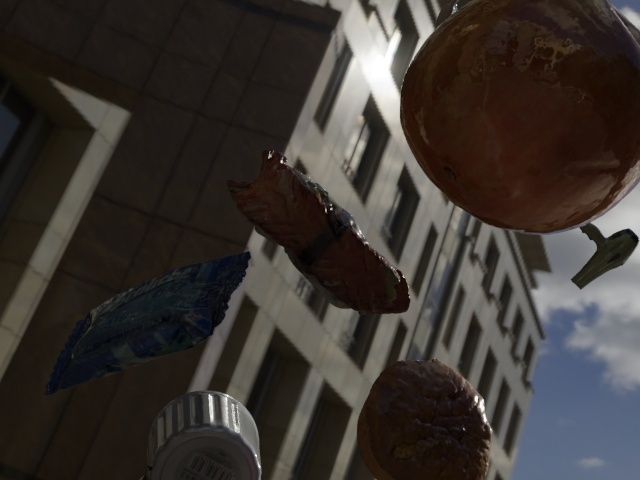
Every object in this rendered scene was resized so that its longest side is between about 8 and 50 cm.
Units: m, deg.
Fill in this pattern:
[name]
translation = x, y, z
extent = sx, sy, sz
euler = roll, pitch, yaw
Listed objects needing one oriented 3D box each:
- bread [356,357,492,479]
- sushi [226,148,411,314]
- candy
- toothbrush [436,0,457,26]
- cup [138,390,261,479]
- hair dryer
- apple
[bread]
translation = 0.218, 0.415, 1.966
extent = 0.312, 0.312, 0.172
euler = 25, -33, -12
[sushi]
translation = 0.000, 0.000, 1.414
extent = 0.332, 0.124, 0.130
euler = 45, 1, -7
[candy]
translation = -0.255, 0.117, 1.320
extent = 0.331, 0.187, 0.077
euler = -20, -62, 19
[toothbrush]
translation = 0.260, -0.440, 1.438
extent = 0.021, 0.027, 0.269
euler = 42, -47, 3
[cup]
translation = -0.177, 0.332, 1.273
extent = 0.167, 0.221, 0.202
euler = 33, -4, -7
[hair dryer]
translation = 0.558, 0.012, 1.944
extent = 0.199, 0.167, 0.067
euler = 29, 18, -5
[apple]
translation = 0.327, -0.205, 1.357
extent = 0.391, 0.391, 0.346
euler = 31, -64, -24
